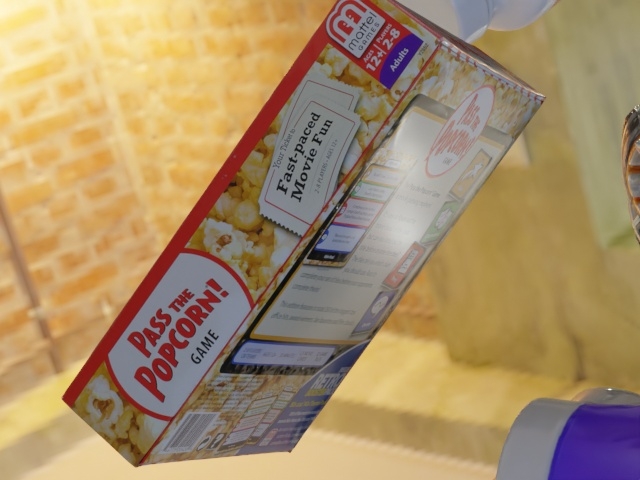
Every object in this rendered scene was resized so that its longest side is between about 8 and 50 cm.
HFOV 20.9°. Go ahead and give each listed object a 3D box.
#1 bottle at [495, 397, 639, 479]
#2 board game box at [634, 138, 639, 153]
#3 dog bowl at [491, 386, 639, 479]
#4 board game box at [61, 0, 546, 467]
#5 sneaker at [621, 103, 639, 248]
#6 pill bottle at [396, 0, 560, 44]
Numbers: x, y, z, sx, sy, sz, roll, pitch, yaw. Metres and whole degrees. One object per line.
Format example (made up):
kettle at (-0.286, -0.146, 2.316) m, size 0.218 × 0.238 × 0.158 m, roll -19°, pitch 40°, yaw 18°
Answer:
bottle at (0.193, 0.098, 0.533) m, size 0.282 × 0.118 × 0.092 m, roll 6°, pitch -173°, yaw 30°
board game box at (0.370, -0.086, 1.124) m, size 0.275 × 0.142 × 0.144 m, roll -42°, pitch -146°, yaw -4°
dog bowl at (0.172, 0.195, 0.755) m, size 0.104 × 0.265 × 0.265 m, roll -42°, pitch -156°, yaw -12°
board game box at (0.000, 0.000, 0.689) m, size 0.193 × 0.045 × 0.147 m, roll -54°, pitch 160°, yaw 9°
sneaker at (0.269, -0.009, 1.282) m, size 0.084 × 0.215 × 0.083 m, roll -15°, pitch -147°, yaw 4°
pill bottle at (0.137, -0.219, 1.174) m, size 0.221 × 0.124 × 0.124 m, roll -41°, pitch -154°, yaw -22°
